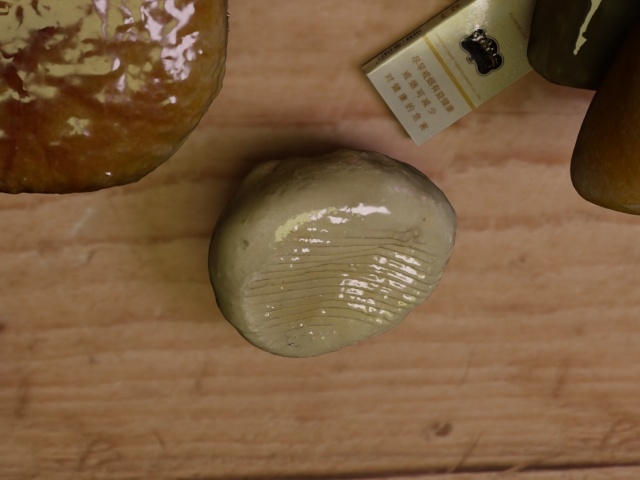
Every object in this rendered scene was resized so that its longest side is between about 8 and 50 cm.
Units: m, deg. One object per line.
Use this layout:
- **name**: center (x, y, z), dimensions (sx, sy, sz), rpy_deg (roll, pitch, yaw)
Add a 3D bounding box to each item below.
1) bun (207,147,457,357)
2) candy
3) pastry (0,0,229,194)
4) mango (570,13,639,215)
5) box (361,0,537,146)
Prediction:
- **bun**: center (0.000, 0.000, 1.516), dimensions (0.231, 0.133, 0.231), rpy_deg (-16, 141, -13)
- **candy**: center (0.293, -0.181, 1.481), dimensions (0.234, 0.102, 0.104), rpy_deg (5, 115, -22)
- **pastry**: center (-0.221, -0.184, 1.351), dimensions (0.329, 0.136, 0.330), rpy_deg (-4, 116, -7)
- **mango**: center (0.329, -0.139, 1.299), dimensions (0.199, 0.221, 0.384), rpy_deg (31, 135, -11)
- **box**: center (0.130, -0.164, 1.518), dimensions (0.167, 0.024, 0.090), rpy_deg (-34, 117, 7)
